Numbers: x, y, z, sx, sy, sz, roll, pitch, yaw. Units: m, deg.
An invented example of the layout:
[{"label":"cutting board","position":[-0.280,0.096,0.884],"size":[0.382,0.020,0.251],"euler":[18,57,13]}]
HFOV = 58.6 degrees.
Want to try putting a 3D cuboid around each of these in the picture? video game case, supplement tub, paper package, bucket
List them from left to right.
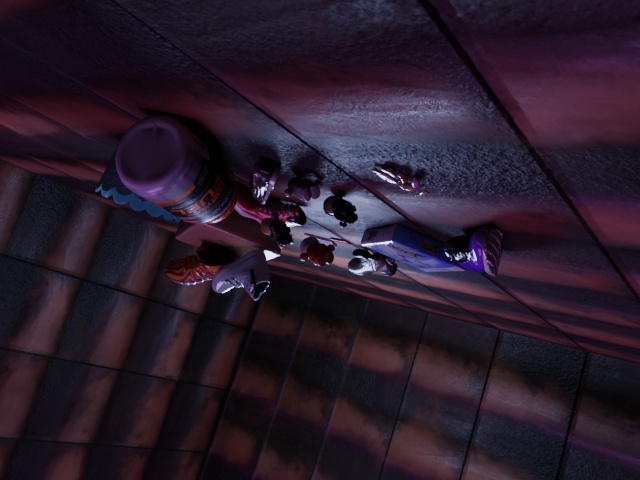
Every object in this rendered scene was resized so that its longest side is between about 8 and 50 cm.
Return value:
[{"label":"bucket","position":[-0.535,-0.188,1.777],"size":[0.281,0.183,0.281],"euler":[18,171,3]},{"label":"supplement tub","position":[-0.356,-0.167,1.491],"size":[0.207,0.207,0.338],"euler":[15,170,20]},{"label":"paper package","position":[-0.321,-0.051,2.062],"size":[0.325,0.168,0.310],"euler":[23,158,-25]},{"label":"video game case","position":[0.000,0.000,2.354],"size":[0.122,0.011,0.087],"euler":[15,169,20]},{"label":"video game case","position":[0.297,0.030,1.828],"size":[0.270,0.061,0.244],"euler":[21,169,-16]}]

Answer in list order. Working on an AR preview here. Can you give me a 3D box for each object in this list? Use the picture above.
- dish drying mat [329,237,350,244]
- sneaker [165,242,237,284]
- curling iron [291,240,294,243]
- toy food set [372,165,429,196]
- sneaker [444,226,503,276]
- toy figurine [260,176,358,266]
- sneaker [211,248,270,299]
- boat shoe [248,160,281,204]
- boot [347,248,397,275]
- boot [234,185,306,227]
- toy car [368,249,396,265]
[{"label":"dish drying mat","position":[0.077,0.002,2.234],"size":[0.083,0.008,0.032],"euler":[12,169,30]},{"label":"sneaker","position":[-0.445,0.075,2.093],"size":[0.322,0.124,0.180],"euler":[-4,152,14]},{"label":"curling iron","position":[-0.242,-0.046,2.477],"size":[0.274,0.035,0.068],"euler":[21,174,-10]},{"label":"toy food set","position":[0.179,-0.136,1.245],"size":[0.122,0.019,0.078],"euler":[29,167,-16]},{"label":"sneaker","position":[0.396,0.028,1.506],"size":[0.146,0.102,0.293],"euler":[15,170,22]},{"label":"toy figurine","position":[-0.031,-0.056,1.529],"size":[0.210,0.212,0.148],"euler":[27,-176,-26]},{"label":"sneaker","position":[-0.280,0.153,1.978],"size":[0.256,0.151,0.094],"euler":[-35,146,28]},{"label":"boat shoe","position":[-0.160,-0.161,1.560],"size":[0.069,0.081,0.228],"euler":[23,163,-8]},{"label":"boot","position":[0.178,0.074,2.297],"size":[0.247,0.083,0.161],"euler":[1,154,44]},{"label":"boot","position":[-0.164,-0.114,1.860],"size":[0.176,0.088,0.244],"euler":[-13,143,44]},{"label":"toy car","position":[0.244,0.042,2.126],"size":[0.122,0.060,0.041],"euler":[32,-140,22]}]
